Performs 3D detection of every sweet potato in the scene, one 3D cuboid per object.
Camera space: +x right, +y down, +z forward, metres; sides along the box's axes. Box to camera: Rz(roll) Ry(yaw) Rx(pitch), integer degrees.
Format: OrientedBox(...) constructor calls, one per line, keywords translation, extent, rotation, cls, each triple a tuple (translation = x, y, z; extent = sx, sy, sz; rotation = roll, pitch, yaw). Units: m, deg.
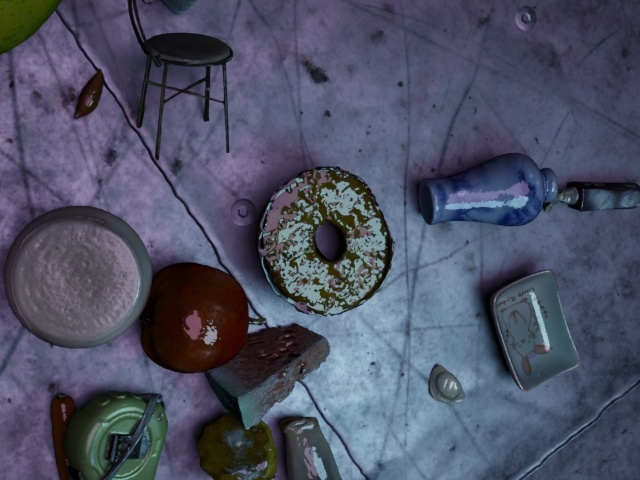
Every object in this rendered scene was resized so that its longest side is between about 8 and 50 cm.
OrientedBox(translation=(-0.385, -0.243, 1.618), extent=(0.034, 0.034, 0.095), rotation=(27, 87, -19), cls="sweet potato")

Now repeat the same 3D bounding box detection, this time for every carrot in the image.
OrientedBox(translation=(-0.426, 0.378, 1.631), extent=(0.043, 0.043, 0.248), rotation=(-6, 96, -20), cls="carrot")

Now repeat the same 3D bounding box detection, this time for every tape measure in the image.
OrientedBox(translation=(-0.338, 0.342, 1.615), extent=(0.175, 0.106, 0.200), rotation=(22, 85, -41), cls="tape measure")

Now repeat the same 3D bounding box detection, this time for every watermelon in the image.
OrientedBox(translation=(-0.088, 0.218, 1.722), extent=(0.241, 0.154, 0.094), rotation=(-23, 136, -27), cls="watermelon")

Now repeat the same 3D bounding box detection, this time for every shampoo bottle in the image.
OrientedBox(translation=(0.549, -0.086, 1.957), extent=(0.208, 0.057, 0.063), rotation=(-2, 101, -18), cls="shampoo bottle")

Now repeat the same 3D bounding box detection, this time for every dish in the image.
OrientedBox(translation=(0.410, 0.173, 1.908), extent=(0.151, 0.077, 0.212), rotation=(-22, 100, -19), cls="dish")

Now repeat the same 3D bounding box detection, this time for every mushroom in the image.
OrientedBox(translation=(0.021, 0.478, 1.773), extent=(0.109, 0.097, 0.351), rotation=(-32, 100, -17), cls="mushroom")

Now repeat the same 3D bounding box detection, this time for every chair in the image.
OrientedBox(translation=(-0.224, -0.303, 1.546), extent=(0.170, 0.160, 0.325), rotation=(-7, 123, -22), cls="chair")

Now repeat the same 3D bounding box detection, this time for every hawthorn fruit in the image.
OrientedBox(translation=(-0.192, 0.132, 1.632), extent=(0.225, 0.196, 0.196), rotation=(6, 91, -34), cls="hawthorn fruit")

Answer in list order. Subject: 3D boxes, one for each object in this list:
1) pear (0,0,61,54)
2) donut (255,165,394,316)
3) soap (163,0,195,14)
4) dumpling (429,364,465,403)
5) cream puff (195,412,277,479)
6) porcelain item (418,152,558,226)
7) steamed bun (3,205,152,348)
OrientedBox(translation=(-0.537, -0.433, 1.389), extent=(0.391, 0.391, 0.391), rotation=(-1, 93, -20), cls="pear")
OrientedBox(translation=(0.000, 0.000, 1.740), extent=(0.272, 0.107, 0.272), rotation=(-3, 99, -19), cls="donut")
OrientedBox(translation=(-0.175, -0.513, 1.615), extent=(0.087, 0.160, 0.265), rotation=(39, 80, -16), cls="soap")
OrientedBox(translation=(0.242, 0.285, 1.872), extent=(0.059, 0.043, 0.077), rotation=(-36, 109, 8), cls="dumpling")
OrientedBox(translation=(-0.141, 0.378, 1.703), extent=(0.146, 0.116, 0.146), rotation=(-1, 60, 1), cls="cream puff")
OrientedBox(translation=(0.321, -0.091, 1.838), extent=(0.259, 0.141, 0.141), rotation=(-7, 95, -11), cls="porcelain item")
OrientedBox(translation=(-0.390, 0.057, 1.572), extent=(0.232, 0.145, 0.232), rotation=(0, 93, -6), cls="steamed bun")
